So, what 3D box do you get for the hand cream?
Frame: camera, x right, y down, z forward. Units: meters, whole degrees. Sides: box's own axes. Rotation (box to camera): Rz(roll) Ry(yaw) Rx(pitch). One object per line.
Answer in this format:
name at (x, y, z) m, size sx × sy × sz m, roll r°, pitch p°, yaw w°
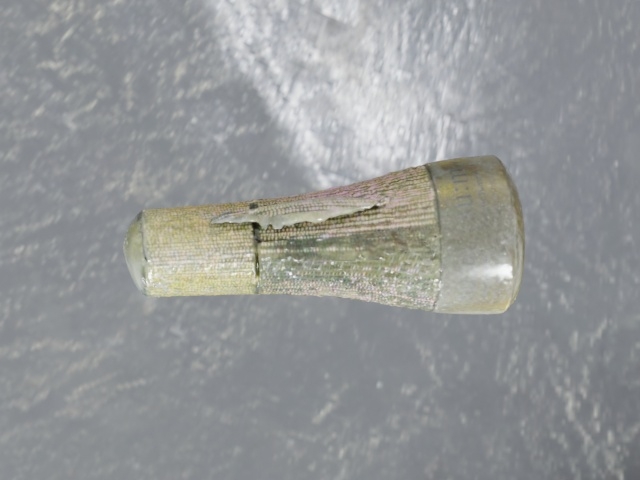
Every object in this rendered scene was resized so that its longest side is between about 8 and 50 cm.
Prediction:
hand cream at (0.000, 0.000, 0.768) m, size 0.203 × 0.084 × 0.084 m, roll -2°, pitch 121°, yaw -5°
